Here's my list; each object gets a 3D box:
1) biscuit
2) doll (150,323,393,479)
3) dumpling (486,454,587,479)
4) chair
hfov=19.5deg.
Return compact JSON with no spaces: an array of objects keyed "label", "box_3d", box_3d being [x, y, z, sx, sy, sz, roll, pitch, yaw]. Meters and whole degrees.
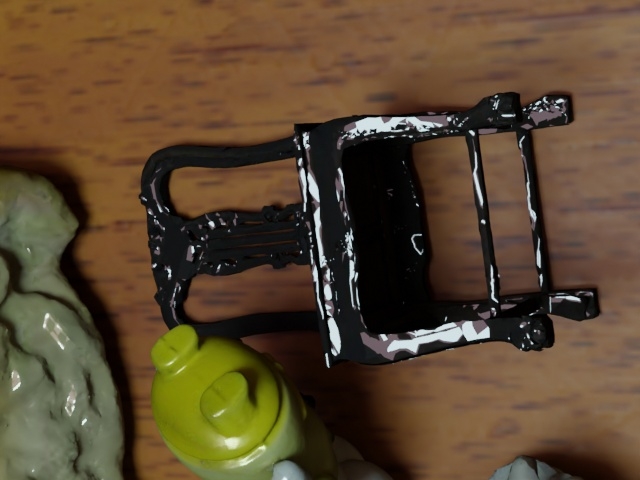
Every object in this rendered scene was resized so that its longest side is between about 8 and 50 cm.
[{"label":"biscuit","box_3d":[-0.197,0.100,0.945,0.213,0.091,0.274,-5,96,24]},{"label":"doll","box_3d":[-0.019,0.097,0.829,0.062,0.162,0.106,-44,48,-6]},{"label":"dumpling","box_3d":[0.047,0.231,0.773,0.163,0.293,0.204,23,148,7]},{"label":"chair","box_3d":[0.000,0.000,0.827,0.229,0.113,0.106,-7,92,24]}]
